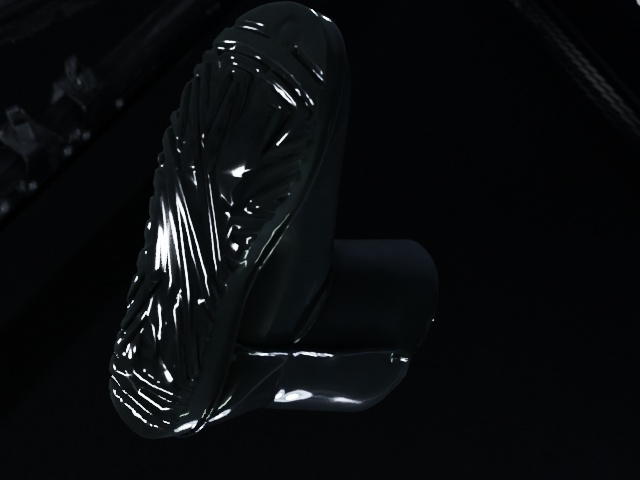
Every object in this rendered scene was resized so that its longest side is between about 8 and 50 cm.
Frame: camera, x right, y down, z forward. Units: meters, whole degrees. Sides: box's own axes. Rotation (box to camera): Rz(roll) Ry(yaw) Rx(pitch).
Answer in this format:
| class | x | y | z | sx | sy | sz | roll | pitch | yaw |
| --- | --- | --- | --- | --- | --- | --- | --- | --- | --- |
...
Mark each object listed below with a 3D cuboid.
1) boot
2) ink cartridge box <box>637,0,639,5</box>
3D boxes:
| class | x | y | z | sx | sy | sz | roll | pitch | yaw |
| --- | --- | --- | --- | --- | --- | --- | --- | --- | --- |
| boot | 0.000 | 0.000 | 0.502 | 0.094 | 0.207 | 0.246 | 30 | -74 | 35 |
| ink cartridge box | 0.268 | -0.338 | 0.529 | 0.130 | 0.309 | 0.272 | 30 | -92 | 46 |
